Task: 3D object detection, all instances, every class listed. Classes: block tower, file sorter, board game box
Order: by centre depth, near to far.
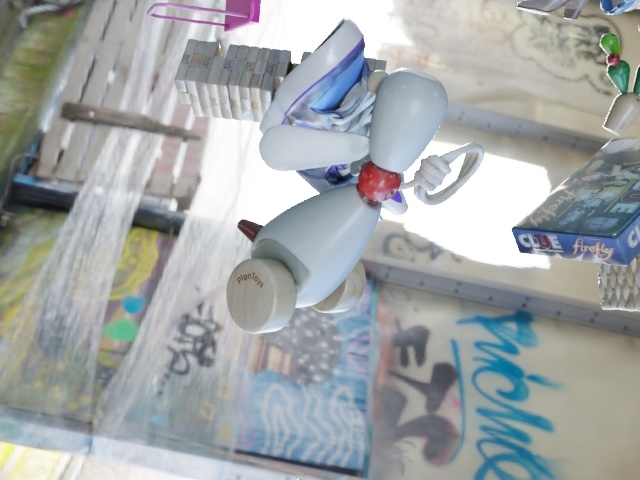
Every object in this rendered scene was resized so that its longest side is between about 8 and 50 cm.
[{"bbox_3d":[0.388,-0.059,1.015,0.243,0.042,0.165,-38,-156,-26],"label":"board game box"},{"bbox_3d":[-0.053,-0.244,1.251,0.091,0.336,0.097,89,11,-62],"label":"block tower"},{"bbox_3d":[-0.210,-0.543,1.412,0.202,0.182,0.290,-154,-111,-68],"label":"file sorter"}]

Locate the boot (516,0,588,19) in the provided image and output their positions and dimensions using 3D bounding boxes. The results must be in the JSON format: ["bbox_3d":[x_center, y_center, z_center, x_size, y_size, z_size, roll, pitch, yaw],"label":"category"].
[{"bbox_3d":[0.407,-0.431,1.343,0.042,0.118,0.087,-46,149,-70],"label":"boot"}]

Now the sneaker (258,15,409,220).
[{"bbox_3d":[0.053,-0.138,1.037,0.130,0.236,0.323,-50,-175,-20],"label":"sneaker"}]

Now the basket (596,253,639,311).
[{"bbox_3d":[0.728,-0.022,1.528,0.328,0.266,0.331,164,-76,-80],"label":"basket"}]

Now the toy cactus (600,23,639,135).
[{"bbox_3d":[0.558,-0.263,1.340,0.180,0.219,0.112,-61,-155,12],"label":"toy cactus"}]

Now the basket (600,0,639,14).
[{"bbox_3d":[0.531,-0.516,1.377,0.255,0.289,0.201,127,-44,-79],"label":"basket"}]

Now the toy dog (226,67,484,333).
[{"bbox_3d":[0.003,-0.053,0.865,0.333,0.161,0.220,-48,152,9],"label":"toy dog"}]

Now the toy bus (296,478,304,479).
[{"bbox_3d":[-0.056,0.382,0.929,0.191,0.104,0.202,-28,-150,55],"label":"toy bus"}]
